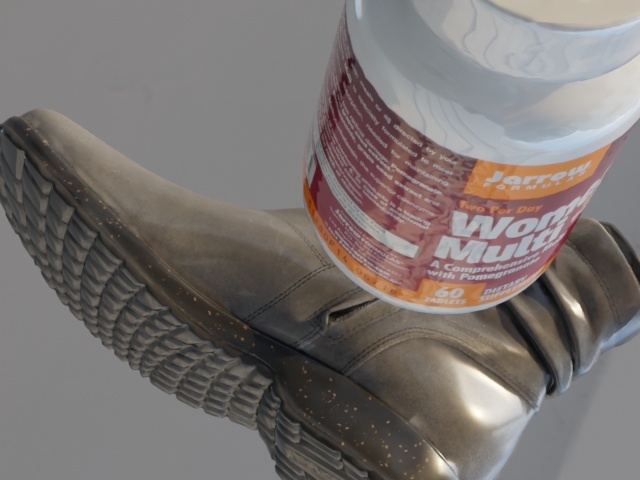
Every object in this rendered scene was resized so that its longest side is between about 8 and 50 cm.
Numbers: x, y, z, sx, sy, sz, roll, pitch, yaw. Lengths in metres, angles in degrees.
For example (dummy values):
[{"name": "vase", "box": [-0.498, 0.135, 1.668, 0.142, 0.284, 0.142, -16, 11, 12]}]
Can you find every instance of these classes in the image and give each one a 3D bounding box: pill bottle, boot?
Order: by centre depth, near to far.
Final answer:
[{"name": "pill bottle", "box": [0.064, -0.066, 0.711, 0.121, 0.221, 0.121, 3, -115, -7]}, {"name": "boot", "box": [0.000, 0.000, 1.022, 0.338, 0.118, 0.223, 40, -116, 7]}]
